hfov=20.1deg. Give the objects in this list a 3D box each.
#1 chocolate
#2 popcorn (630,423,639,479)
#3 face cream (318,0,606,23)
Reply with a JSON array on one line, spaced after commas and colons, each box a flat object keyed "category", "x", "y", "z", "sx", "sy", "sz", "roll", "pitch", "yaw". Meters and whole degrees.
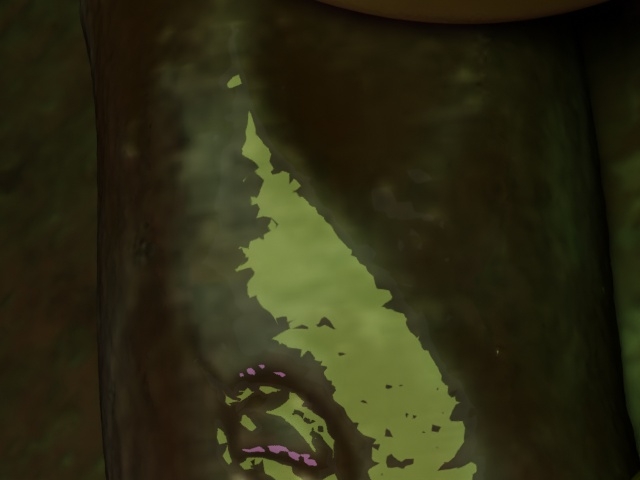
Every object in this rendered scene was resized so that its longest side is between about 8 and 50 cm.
[{"category": "chocolate", "x": 0.000, "y": 0.001, "z": 0.502, "sx": 0.161, "sy": 0.083, "sz": 0.261, "roll": -14, "pitch": 71, "yaw": 12}, {"category": "popcorn", "x": 0.199, "y": 0.043, "z": 0.342, "sx": 0.282, "sy": 0.247, "sz": 0.282, "roll": -9, "pitch": 61, "yaw": 17}, {"category": "face cream", "x": 0.039, "y": -0.191, "z": 0.452, "sx": 0.218, "sy": 0.179, "sz": 0.218, "roll": 1, "pitch": 61, "yaw": -2}]
